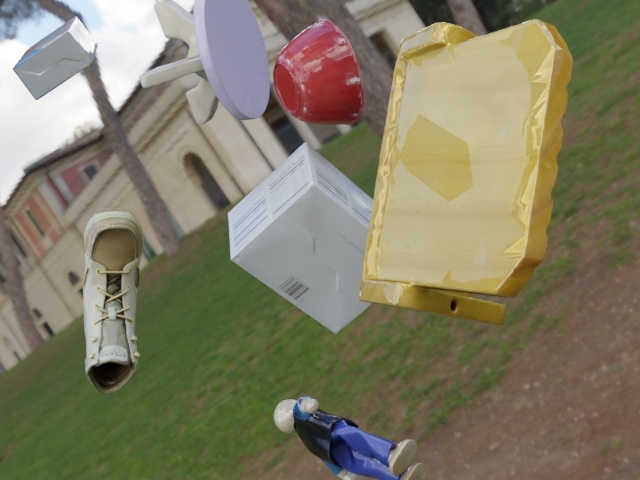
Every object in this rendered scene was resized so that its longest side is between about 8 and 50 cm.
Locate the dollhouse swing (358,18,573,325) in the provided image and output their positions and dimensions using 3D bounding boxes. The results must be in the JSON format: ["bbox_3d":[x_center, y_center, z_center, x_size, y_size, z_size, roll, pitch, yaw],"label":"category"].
[{"bbox_3d":[0.234,-0.071,1.090,0.315,0.347,0.305,14,-7,-42],"label":"dollhouse swing"}]

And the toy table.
[{"bbox_3d":[-0.219,-0.363,1.726,0.160,0.274,0.252,-3,13,33],"label":"toy table"}]

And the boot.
[{"bbox_3d":[-0.264,0.080,1.122,0.077,0.165,0.213,2,-40,-16],"label":"boot"}]

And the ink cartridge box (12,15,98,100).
[{"bbox_3d":[-0.412,-0.292,1.387,0.104,0.062,0.181,-32,24,4],"label":"ink cartridge box"}]

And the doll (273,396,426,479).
[{"bbox_3d":[0.020,0.212,0.922,0.189,0.129,0.046,15,48,41],"label":"doll"}]

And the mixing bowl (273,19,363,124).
[{"bbox_3d":[-0.017,-0.267,1.472,0.098,0.181,0.181,-22,-3,-22],"label":"mixing bowl"}]

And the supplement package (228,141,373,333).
[{"bbox_3d":[0.000,0.000,1.552,0.204,0.262,0.145,-41,31,20],"label":"supplement package"}]
